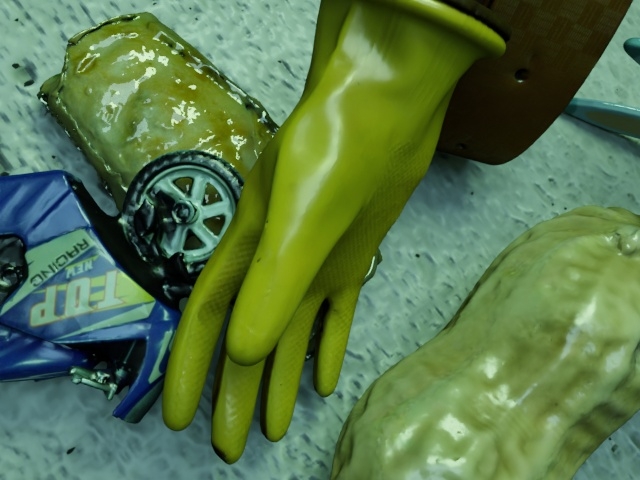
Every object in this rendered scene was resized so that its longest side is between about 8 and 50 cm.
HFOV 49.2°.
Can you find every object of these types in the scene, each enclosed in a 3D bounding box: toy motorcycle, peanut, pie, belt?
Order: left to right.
[{"bbox_3d":[-0.193,0.038,0.428,0.315,0.113,0.168,-8,88,-6],"label":"toy motorcycle"},{"bbox_3d":[-0.074,-0.041,0.502,0.282,0.068,0.128,47,71,-2],"label":"pie"},{"bbox_3d":[0.134,-0.184,0.501,0.105,0.261,0.184,14,39,-14],"label":"belt"},{"bbox_3d":[0.131,0.094,0.464,0.325,0.153,0.140,-37,80,-27],"label":"peanut"}]

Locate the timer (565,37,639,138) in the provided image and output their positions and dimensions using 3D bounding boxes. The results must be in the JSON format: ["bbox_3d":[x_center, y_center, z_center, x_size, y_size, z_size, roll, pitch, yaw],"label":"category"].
[{"bbox_3d":[0.346,-0.069,0.562,0.256,0.175,0.175,-3,75,-8],"label":"timer"}]

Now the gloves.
[{"bbox_3d":[0.001,0.000,0.416,0.133,0.116,0.294,14,102,-35],"label":"gloves"}]
